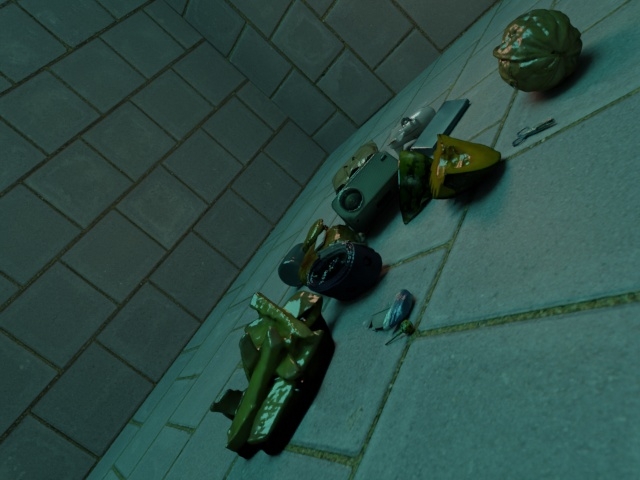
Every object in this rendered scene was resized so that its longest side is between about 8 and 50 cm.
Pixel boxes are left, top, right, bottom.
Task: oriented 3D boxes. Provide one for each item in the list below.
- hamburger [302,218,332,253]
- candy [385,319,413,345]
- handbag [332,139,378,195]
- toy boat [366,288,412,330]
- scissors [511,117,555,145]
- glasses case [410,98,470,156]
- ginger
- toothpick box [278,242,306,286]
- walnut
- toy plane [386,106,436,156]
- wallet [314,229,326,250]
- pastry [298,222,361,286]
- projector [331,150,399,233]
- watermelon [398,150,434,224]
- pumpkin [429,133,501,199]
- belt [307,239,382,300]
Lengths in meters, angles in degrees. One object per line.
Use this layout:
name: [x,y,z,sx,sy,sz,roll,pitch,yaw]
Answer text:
hamburger: [0.007,0.011,1.669,0.159,0.131,0.185,-63,9,-19]
candy: [0.151,0.183,0.866,0.083,0.025,0.023,-48,28,37]
handbag: [0.180,-0.359,2.234,0.316,0.109,0.253,-45,17,15]
toy boat: [0.138,0.161,0.945,0.149,0.034,0.105,-41,13,32]
scissors: [0.493,-0.255,1.022,0.058,0.014,0.119,-57,11,-16]
glasses case: [0.444,-0.407,1.610,0.105,0.056,0.266,13,60,49]
ginger: [-0.155,0.313,1.114,0.358,0.211,0.413,-42,14,38]
toothpick box: [-0.089,0.091,1.768,0.120,0.120,0.184,-42,11,30]
walnut: [0.543,-0.477,1.113,0.198,0.198,0.245,-44,15,22]
toy plane: [0.379,-0.454,1.822,0.245,0.117,0.244,-34,0,0]
wallet: [0.000,0.000,1.409,0.044,0.011,0.083,-47,15,27]
pastry: [0.031,0.061,1.441,0.235,0.121,0.257,-49,14,19]
projector: [0.167,-0.153,1.465,0.250,0.108,0.198,-47,-20,1]
watermelon: [0.310,-0.193,1.344,0.129,0.159,0.303,-2,33,17]
pumpkin: [0.357,-0.166,1.098,0.254,0.149,0.130,-77,-13,-57]
belt: [0.069,0.088,1.213,0.230,0.126,0.139,-32,44,51]
